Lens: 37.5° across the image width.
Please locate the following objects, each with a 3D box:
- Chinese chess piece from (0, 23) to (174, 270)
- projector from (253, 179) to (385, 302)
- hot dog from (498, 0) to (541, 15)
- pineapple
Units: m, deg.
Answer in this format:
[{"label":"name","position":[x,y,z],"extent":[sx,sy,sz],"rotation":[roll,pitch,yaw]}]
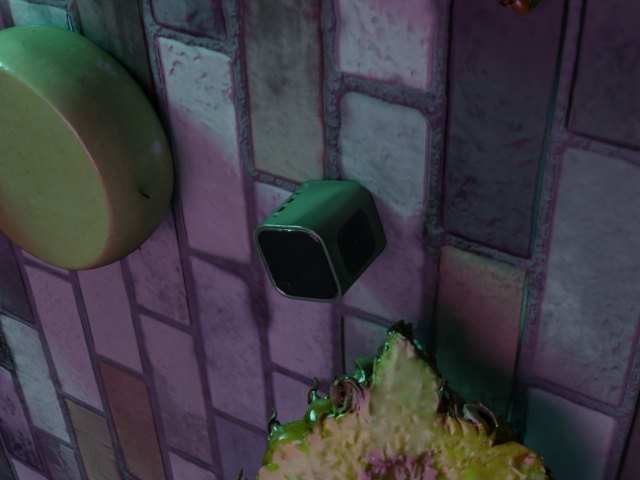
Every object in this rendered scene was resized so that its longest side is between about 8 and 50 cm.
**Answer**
[{"label":"Chinese chess piece","position":[-0.278,-0.094,0.994],"extent":[0.273,0.102,0.273],"rotation":[22,133,25]},{"label":"projector","position":[0.000,0.000,0.866],"extent":[0.083,0.082,0.083],"rotation":[3,125,38]},{"label":"hot dog","position":[0.116,-0.208,0.639],"extent":[0.049,0.037,0.122],"rotation":[-15,111,48]},{"label":"pineapple","position":[0.092,0.206,0.938],"extent":[0.344,0.209,0.286],"rotation":[1,95,9]}]
